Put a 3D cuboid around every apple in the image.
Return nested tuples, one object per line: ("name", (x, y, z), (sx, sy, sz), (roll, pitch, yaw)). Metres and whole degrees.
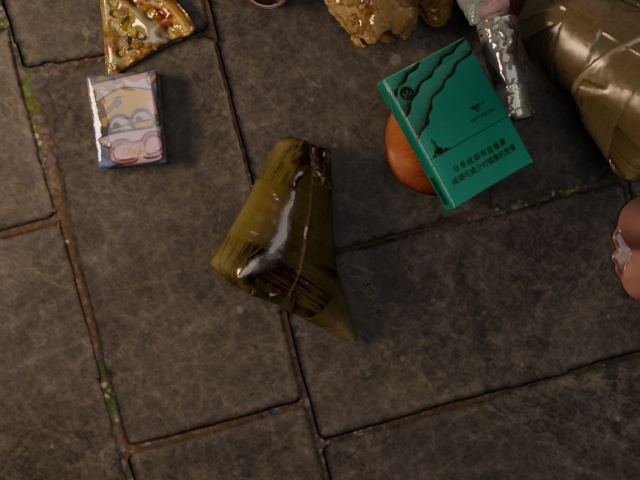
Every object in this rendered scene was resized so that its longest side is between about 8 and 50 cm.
("apple", (0.208, -0.169, 1.354), (0.201, 0.162, 0.201), (0, 92, -5))

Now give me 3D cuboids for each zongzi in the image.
("zongzi", (0.000, 0.000, 1.369), (0.300, 0.145, 0.274), (30, 84, -24))
("zongzi", (0.596, -0.413, 1.387), (0.500, 0.218, 0.467), (-33, 82, -12))

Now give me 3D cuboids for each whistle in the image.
("whistle", (0.290, -0.365, 1.305), (0.134, 0.142, 0.346), (-12, 92, -28))

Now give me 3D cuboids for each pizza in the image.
("pizza", (-0.324, -0.359, 1.343), (0.185, 0.036, 0.176), (39, 88, -7))

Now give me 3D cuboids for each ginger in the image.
("ginger", (0.160, -0.487, 1.335), (0.236, 0.166, 0.375), (43, 93, 1))

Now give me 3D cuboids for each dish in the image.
("dish", (0.638, 0.016, 1.452), (0.213, 0.090, 0.213), (0, 94, -7))

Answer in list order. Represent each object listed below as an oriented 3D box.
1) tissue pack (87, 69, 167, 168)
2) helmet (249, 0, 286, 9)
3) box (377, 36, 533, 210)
("tissue pack", (-0.318, -0.201, 1.338), (0.116, 0.065, 0.155), (-6, 93, -6))
("helmet", (-0.084, -0.442, 1.356), (0.089, 0.057, 0.111), (20, 96, -4))
("box", (0.212, -0.183, 1.257), (0.161, 0.042, 0.226), (-30, 92, -15))
